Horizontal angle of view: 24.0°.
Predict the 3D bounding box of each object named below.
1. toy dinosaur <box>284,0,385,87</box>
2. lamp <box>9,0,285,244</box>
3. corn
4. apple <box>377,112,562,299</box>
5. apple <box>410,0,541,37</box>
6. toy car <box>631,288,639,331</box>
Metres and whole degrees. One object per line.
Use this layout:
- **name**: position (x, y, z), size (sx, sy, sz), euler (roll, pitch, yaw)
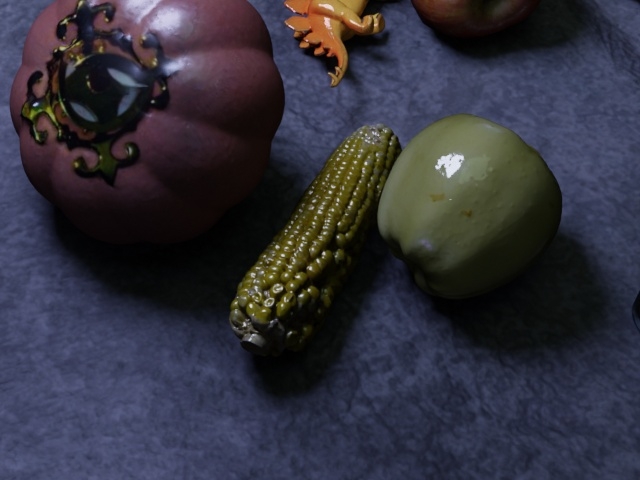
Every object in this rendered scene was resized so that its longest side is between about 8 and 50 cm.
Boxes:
- **toy dinosaur**: position (0.017, -0.275, 1.798), size (0.117, 0.070, 0.288), euler (9, 49, 16)
- **lamp**: position (-0.173, -0.144, 1.581), size (0.305, 0.305, 0.239), euler (38, 16, 22)
- **corn**: position (0.000, 0.000, 1.579), size (0.097, 0.097, 0.320), euler (23, 54, 13)
- **apple**: position (0.155, -0.038, 1.562), size (0.200, 0.200, 0.200), euler (2, 54, -2)
- **apple**: position (0.180, -0.343, 1.797), size (0.199, 0.199, 0.199), euler (2, 54, -2)
- **toy car**: position (0.412, 0.103, 1.525), size (0.100, 0.097, 0.191), euler (-26, 60, -25)
